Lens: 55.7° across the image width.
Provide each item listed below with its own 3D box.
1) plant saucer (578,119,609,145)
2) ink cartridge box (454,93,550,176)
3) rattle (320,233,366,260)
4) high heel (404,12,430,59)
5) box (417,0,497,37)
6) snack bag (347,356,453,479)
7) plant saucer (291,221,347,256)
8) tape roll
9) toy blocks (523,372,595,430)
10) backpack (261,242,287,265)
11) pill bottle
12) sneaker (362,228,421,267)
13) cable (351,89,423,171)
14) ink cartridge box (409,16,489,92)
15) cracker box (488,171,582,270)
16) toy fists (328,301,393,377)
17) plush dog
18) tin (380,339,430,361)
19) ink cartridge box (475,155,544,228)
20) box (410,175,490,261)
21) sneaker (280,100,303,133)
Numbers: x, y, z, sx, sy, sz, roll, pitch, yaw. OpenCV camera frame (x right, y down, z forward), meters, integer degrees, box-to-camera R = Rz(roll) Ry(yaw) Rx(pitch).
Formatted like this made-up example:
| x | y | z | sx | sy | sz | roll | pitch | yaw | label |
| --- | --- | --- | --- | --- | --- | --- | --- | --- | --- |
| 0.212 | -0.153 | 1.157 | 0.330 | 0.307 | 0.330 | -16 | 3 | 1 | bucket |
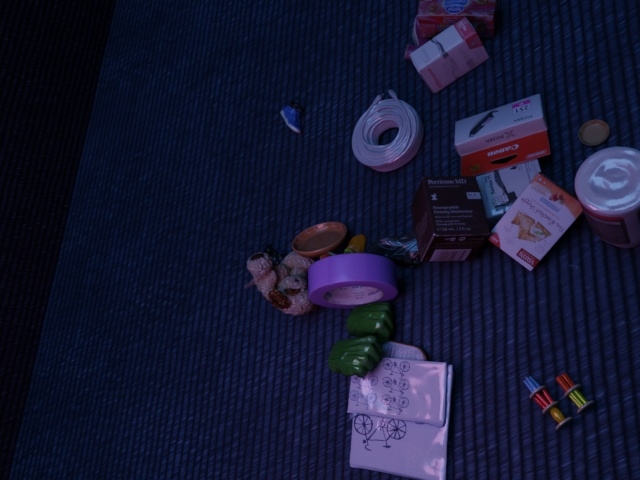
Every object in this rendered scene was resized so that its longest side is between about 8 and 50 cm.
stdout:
| x | y | z | sx | sy | sz | roll | pitch | yaw | label |
| --- | --- | --- | --- | --- | --- | --- | --- | --- | --- |
| 0.797 | -0.312 | 1.766 | 0.083 | 0.015 | 0.083 | -13 | 64 | 29 | plant saucer |
| 0.548 | -0.317 | 1.850 | 0.275 | 0.060 | 0.238 | -15 | 39 | 27 | ink cartridge box |
| 0.085 | 0.032 | 1.965 | 0.142 | 0.200 | 0.130 | -51 | 53 | 5 | rattle |
| 0.385 | -0.739 | 2.184 | 0.117 | 0.082 | 0.244 | 15 | 64 | 8 | high heel |
| 0.469 | -0.775 | 2.060 | 0.257 | 0.128 | 0.122 | 7 | 75 | 18 | box |
| 0.219 | 0.514 | 1.759 | 0.323 | 0.037 | 0.342 | -1 | 78 | 33 | snack bag |
| 0.000 | 0.000 | 2.080 | 0.200 | 0.037 | 0.200 | -17 | 26 | 8 | plant saucer |
| 0.099 | 0.130 | 1.869 | 0.275 | 0.275 | 0.090 | -15 | 64 | 27 | tape roll |
| 0.611 | 0.394 | 1.571 | 0.123 | 0.054 | 0.148 | -43 | 54 | 11 | toy blocks |
| -0.173 | 0.087 | 2.179 | 0.105 | 0.084 | 0.114 | 34 | 86 | 37 | backpack |
| 0.752 | -0.090 | 1.513 | 0.176 | 0.318 | 0.176 | -13 | 64 | 28 | pill bottle |
| 0.256 | 0.035 | 1.918 | 0.267 | 0.101 | 0.106 | -20 | 63 | 25 | sneaker |
| 0.230 | -0.365 | 2.107 | 0.257 | 0.089 | 0.257 | -45 | 54 | 11 | cable |
| 0.432 | -0.618 | 2.036 | 0.218 | 0.158 | 0.092 | -33 | 58 | 17 | ink cartridge box |
| 0.597 | -0.053 | 1.685 | 0.156 | 0.067 | 0.232 | 39 | 113 | 13 | cracker box |
| 0.138 | 0.298 | 1.835 | 0.142 | 0.096 | 0.279 | -16 | 29 | 41 | toy fists |
| -0.116 | 0.169 | 2.040 | 0.225 | 0.263 | 0.210 | 44 | 124 | 43 | plush dog |
| 0.240 | 0.359 | 1.836 | 0.190 | 0.040 | 0.106 | 7 | 71 | 35 | tin |
| 0.563 | -0.139 | 1.799 | 0.208 | 0.087 | 0.153 | -19 | 62 | 25 | ink cartridge box |
| 0.376 | -0.061 | 1.785 | 0.169 | 0.167 | 0.203 | -2 | 61 | -6 | box |
| -0.098 | -0.492 | 2.386 | 0.084 | 0.058 | 0.152 | -46 | 47 | 19 | sneaker |
